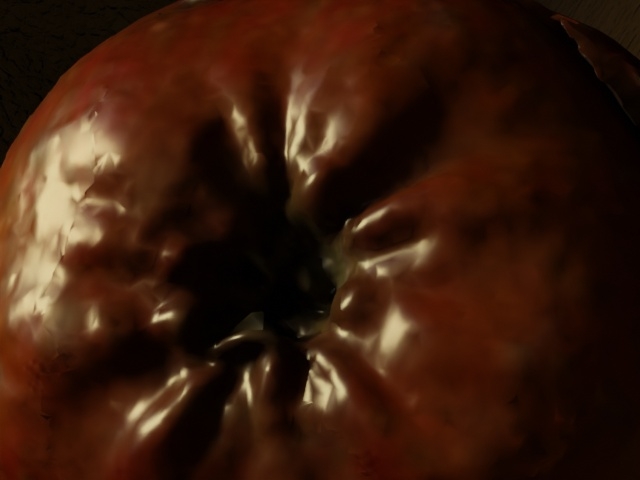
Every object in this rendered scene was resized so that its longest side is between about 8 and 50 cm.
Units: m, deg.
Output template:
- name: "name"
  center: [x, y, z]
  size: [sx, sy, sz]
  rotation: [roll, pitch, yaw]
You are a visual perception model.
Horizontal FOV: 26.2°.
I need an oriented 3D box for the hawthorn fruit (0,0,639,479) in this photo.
- name: "hawthorn fruit"
  center: [0.020, 0.059, 0.526]
  size: [0.276, 0.276, 0.307]
  rotation: [-62, -27, -21]
